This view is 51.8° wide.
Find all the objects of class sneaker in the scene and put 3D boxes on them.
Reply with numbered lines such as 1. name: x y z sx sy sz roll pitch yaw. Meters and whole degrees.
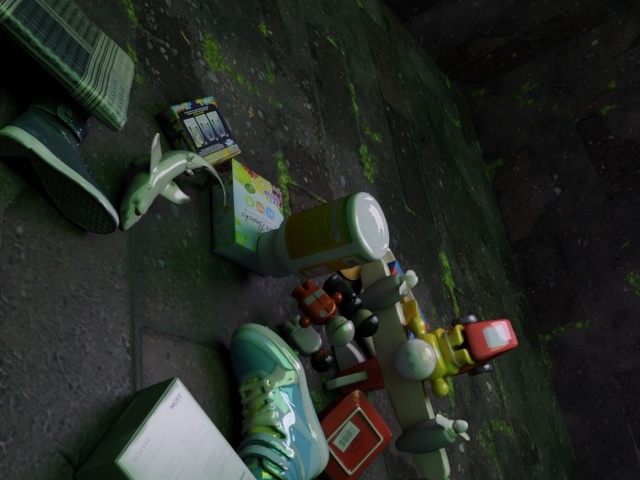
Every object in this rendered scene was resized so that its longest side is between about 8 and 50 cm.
1. sneaker: -0.103 0.315 1.165 0.319 0.127 0.208 64 26 -1
2. sneaker: -0.387 -0.131 1.060 0.226 0.086 0.163 49 34 -27

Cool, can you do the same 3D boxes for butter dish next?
1. butter dish: 0.040 0.398 1.370 0.160 0.118 0.160 -42 114 -18

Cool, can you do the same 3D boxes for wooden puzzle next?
1. wooden puzzle: 0.217 0.215 1.823 0.322 0.080 0.348 63 28 -17

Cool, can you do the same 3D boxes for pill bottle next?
1. pill bottle: 0.000 0.000 1.319 0.136 0.245 0.137 32 50 -48

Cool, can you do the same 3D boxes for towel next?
1. towel: -0.439 -0.344 1.097 0.312 0.056 0.324 45 13 -30

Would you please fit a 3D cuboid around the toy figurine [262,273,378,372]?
1. toy figurine: -0.005 0.185 1.327 0.148 0.209 0.213 48 17 16

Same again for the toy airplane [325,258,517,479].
1. toy airplane: 0.187 0.268 1.449 0.386 0.385 0.272 28 -5 16

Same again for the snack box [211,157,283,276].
1. snack box: -0.153 -0.047 1.421 0.174 0.070 0.207 30 46 -49

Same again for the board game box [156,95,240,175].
1. board game box: -0.256 -0.226 1.406 0.141 0.048 0.170 64 27 -8

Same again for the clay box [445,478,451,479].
1. clay box: 0.326 0.701 1.685 0.127 0.053 0.222 45 35 -35

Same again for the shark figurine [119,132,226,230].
1. shark figurine: -0.286 -0.133 1.236 0.278 0.116 0.166 -25 124 -55

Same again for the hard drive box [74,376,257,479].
1. hard drive box: -0.215 0.353 0.975 0.232 0.089 0.181 58 28 -15

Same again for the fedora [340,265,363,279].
1. fedora: 0.088 0.012 1.786 0.194 0.079 0.194 40 37 -39
